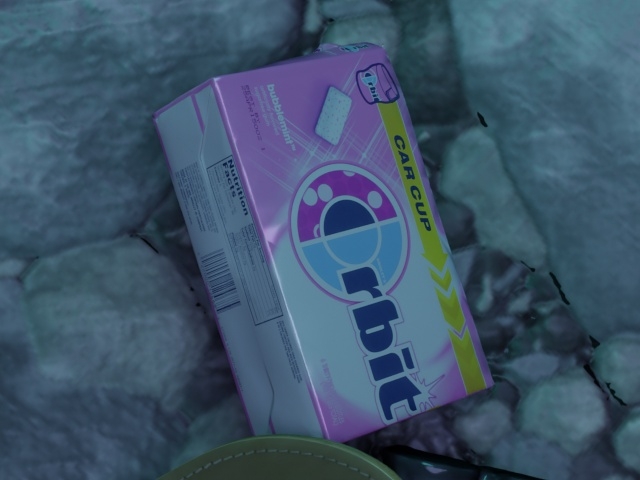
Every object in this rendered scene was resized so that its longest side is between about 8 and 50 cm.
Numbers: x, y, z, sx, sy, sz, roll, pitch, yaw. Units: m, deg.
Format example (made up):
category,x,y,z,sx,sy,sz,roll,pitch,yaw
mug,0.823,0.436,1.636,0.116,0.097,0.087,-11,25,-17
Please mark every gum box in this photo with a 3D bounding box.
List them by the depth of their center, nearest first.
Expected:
category,x,y,z,sx,sy,sz,roll,pitch,yaw
gum box,0.000,0.000,0.761,0.107,0.062,0.188,-15,86,-37

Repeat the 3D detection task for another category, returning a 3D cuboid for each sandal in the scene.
category,x,y,z,sx,sy,sz,roll,pitch,yaw
sandal,-0.044,0.143,0.751,0.240,0.079,0.088,-20,83,27

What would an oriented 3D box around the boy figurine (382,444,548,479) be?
category,x,y,z,sx,sy,sz,roll,pitch,yaw
boy figurine,0.060,0.249,0.755,0.177,0.092,0.285,10,86,-3
